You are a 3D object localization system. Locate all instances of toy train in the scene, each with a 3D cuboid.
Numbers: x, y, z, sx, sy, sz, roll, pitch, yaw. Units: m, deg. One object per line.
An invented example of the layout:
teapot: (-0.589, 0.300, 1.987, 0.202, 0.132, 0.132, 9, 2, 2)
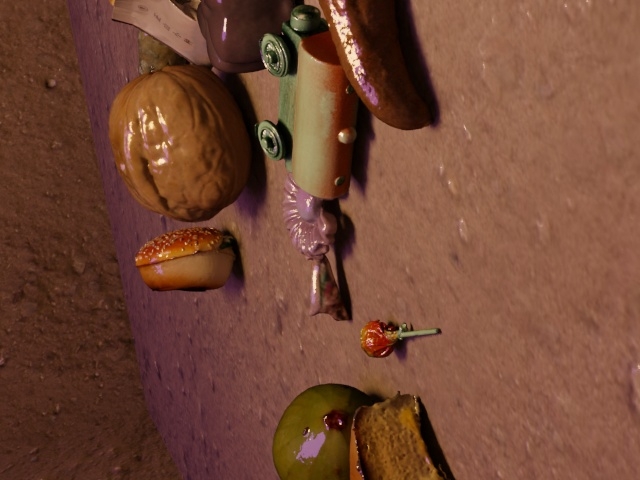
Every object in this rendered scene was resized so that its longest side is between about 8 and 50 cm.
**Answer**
toy train: (-0.006, -0.194, 1.507, 0.177, 0.116, 0.285, 45, 145, 35)

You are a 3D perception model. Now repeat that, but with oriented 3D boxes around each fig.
fig: (0.015, 0.323, 1.684, 0.225, 0.203, 0.203, 80, 166, -62)

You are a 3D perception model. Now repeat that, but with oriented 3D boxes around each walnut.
walnut: (-0.268, -0.183, 2.003, 0.252, 0.277, 0.313, -68, -38, -64)

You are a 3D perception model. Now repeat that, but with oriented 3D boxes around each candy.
candy: (0.119, 0.140, 1.513, 0.201, 0.060, 0.060, -20, 85, 62)

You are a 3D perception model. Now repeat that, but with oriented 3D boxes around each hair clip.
hair clip: (-0.006, 0.004, 1.702, 0.173, 0.069, 0.300, 22, 125, 59)

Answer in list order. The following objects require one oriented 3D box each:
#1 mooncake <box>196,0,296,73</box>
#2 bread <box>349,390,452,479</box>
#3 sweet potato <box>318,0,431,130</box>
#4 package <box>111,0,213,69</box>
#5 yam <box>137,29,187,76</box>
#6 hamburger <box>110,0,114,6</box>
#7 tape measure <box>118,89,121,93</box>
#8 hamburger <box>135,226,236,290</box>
mooncake: (-0.127, -0.388, 1.665, 0.245, 0.133, 0.245, 167, 90, -78)
bread: (0.118, 0.336, 1.524, 0.160, 0.140, 0.169, -127, 29, -59)
sweet potato: (0.053, -0.299, 1.290, 0.114, 0.092, 0.341, -6, 100, 45)
package: (-0.260, -0.403, 1.915, 0.204, 0.251, 0.062, 145, 145, -71)
yam: (-0.348, -0.425, 2.268, 0.194, 0.107, 0.107, 97, 150, -47)
hamburger: (-0.318, -0.564, 1.966, 0.300, 0.176, 0.300, 175, 90, -70)
tape measure: (-0.426, -0.264, 2.442, 0.351, 0.098, 0.215, -51, -52, -85)
hamburger: (-0.304, 0.043, 2.318, 0.237, 0.237, 0.147, 160, 106, -71)
